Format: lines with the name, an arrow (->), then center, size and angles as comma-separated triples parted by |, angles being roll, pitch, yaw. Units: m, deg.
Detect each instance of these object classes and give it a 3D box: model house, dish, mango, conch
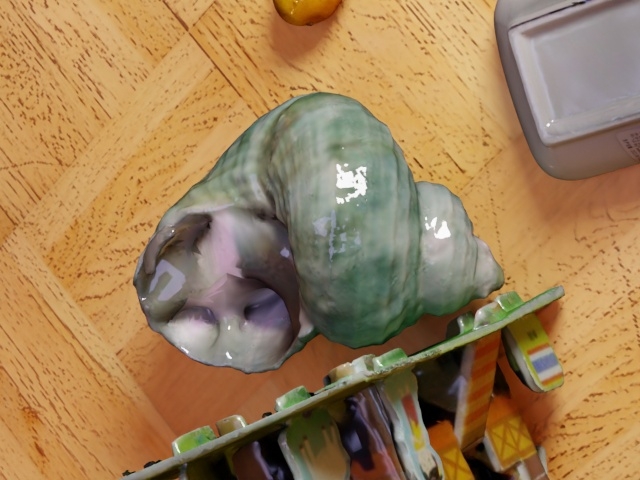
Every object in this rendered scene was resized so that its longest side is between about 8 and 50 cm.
model house -> 0.070, 0.225, 1.320 | 0.242, 0.357, 0.313 | -29, 83, 28
dish -> 0.218, -0.130, 1.333 | 0.212, 0.077, 0.151 | -16, 91, 30
mango -> -0.005, -0.205, 1.462 | 0.060, 0.046, 0.089 | 23, 106, 24
conch -> 0.000, 0.000, 1.431 | 0.277, 0.195, 0.220 | 7, 98, 4
